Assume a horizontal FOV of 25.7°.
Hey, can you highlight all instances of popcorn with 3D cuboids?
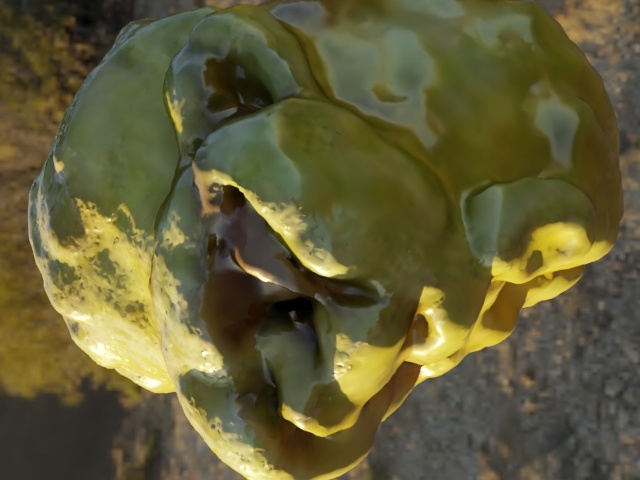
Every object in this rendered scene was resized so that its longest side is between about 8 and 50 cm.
[{"bbox_3d":[0.000,0.000,0.535,0.200,0.226,0.203,98,173,-50],"label":"popcorn"}]
